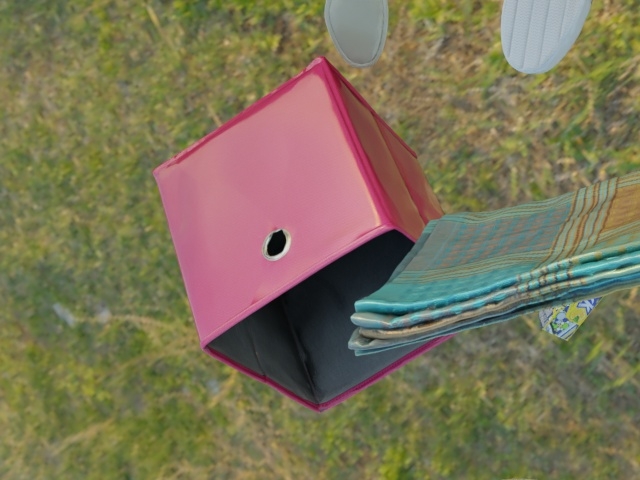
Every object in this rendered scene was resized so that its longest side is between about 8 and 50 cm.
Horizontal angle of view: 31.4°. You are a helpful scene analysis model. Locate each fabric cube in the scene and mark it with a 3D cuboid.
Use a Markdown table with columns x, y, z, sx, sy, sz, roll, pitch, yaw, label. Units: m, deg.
| x | y | z | sx | sy | sz | roll | pitch | yaw | label |
| --- | --- | --- | --- | --- | --- | --- | --- | --- | --- |
| 0.000 | 0.000 | 1.310 | 0.259 | 0.254 | 0.258 | 38 | -154 | -50 | fabric cube |

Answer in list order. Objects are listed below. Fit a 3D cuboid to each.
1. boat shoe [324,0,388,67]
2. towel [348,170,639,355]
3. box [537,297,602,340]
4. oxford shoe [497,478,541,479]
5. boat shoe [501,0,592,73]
| x | y | z | sx | sy | sz | roll | pitch | yaw | label |
| --- | --- | --- | --- | --- | --- | --- | --- | --- | --- |
| 0.036 | -0.305 | 1.320 | 0.075 | 0.065 | 0.206 | -10 | 110 | 10 | boat shoe |
| 0.222 | -0.016 | 0.827 | 0.370 | 0.271 | 0.040 | -16 | 100 | 24 | towel |
| 0.469 | 0.098 | 2.064 | 0.059 | 0.054 | 0.169 | 24 | 119 | -16 | box |
| 0.395 | 0.449 | 1.626 | 0.449 | 0.169 | 0.130 | 23 | 163 | -19 | oxford shoe |
| 0.351 | -0.391 | 1.574 | 0.121 | 0.119 | 0.335 | 25 | 107 | 30 | boat shoe |
